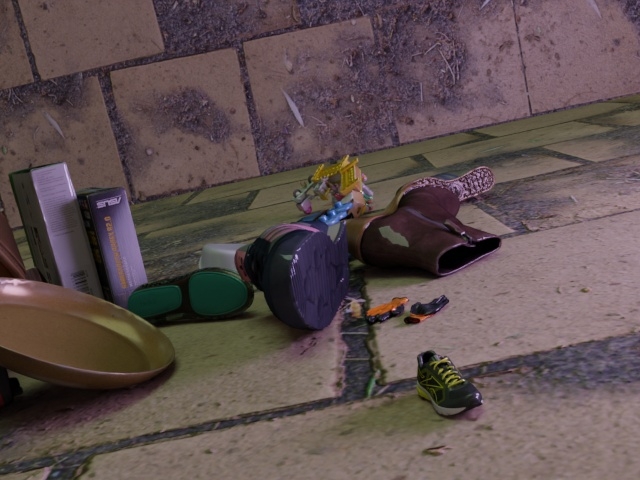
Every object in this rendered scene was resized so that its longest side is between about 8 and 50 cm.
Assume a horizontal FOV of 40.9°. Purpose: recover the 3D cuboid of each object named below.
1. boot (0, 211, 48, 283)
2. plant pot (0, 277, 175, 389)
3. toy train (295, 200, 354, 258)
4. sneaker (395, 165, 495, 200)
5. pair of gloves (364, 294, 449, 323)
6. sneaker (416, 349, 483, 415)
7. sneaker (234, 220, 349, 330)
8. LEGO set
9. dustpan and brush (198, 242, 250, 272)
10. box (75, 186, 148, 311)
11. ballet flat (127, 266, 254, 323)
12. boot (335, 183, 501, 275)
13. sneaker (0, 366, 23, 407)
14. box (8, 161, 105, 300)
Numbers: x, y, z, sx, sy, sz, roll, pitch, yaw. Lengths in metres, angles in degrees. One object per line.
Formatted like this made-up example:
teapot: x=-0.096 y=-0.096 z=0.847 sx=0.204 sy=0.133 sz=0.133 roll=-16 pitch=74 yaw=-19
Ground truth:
boot: x=-0.486 y=0.062 z=1.102 sx=0.220 sy=0.109 sz=0.283 roll=-23 pitch=-24 yaw=-10
plant pot: x=-0.268 y=0.097 z=0.884 sx=0.236 sy=0.032 sz=0.236 roll=20 pitch=8 yaw=-3
toy train: x=0.000 y=0.000 z=1.272 sx=0.105 sy=0.080 sz=0.184 roll=-19 pitch=9 yaw=19
sneaker: x=0.216 y=-0.088 z=1.560 sx=0.192 sy=0.064 sz=0.086 roll=-15 pitch=2 yaw=-16
pair of gloves: x=0.091 y=0.072 z=0.912 sx=0.083 sy=0.010 sz=0.074 roll=-4 pitch=12 yaw=37
sneaker: x=0.091 y=0.105 z=0.640 sx=0.031 sy=0.035 sz=0.083 roll=-17 pitch=10 yaw=-19
sneaker: x=-0.045 y=0.038 z=0.979 sx=0.131 sy=0.112 sz=0.319 roll=-1 pitch=3 yaw=9
LEGO set: x=0.060 y=-0.091 z=1.760 sx=0.132 sy=0.107 sz=0.287 roll=-51 pitch=25 yaw=-11
dustpan and brush: x=-0.123 y=0.043 z=1.264 sx=0.147 sy=0.060 sz=0.211 roll=1 pitch=5 yaw=7
box: x=-0.323 y=0.013 z=1.279 sx=0.056 sy=0.183 sz=0.231 roll=-16 pitch=10 yaw=-24
ballet flat: x=-0.158 y=0.071 z=1.104 sx=0.188 sy=0.070 sz=0.070 roll=-5 pitch=12 yaw=25
boot: x=0.163 y=-0.009 z=1.164 sx=0.248 sy=0.090 sz=0.206 roll=-18 pitch=23 yaw=-39
sneaker: x=-0.419 y=0.132 z=0.958 sx=0.135 sy=0.098 sz=0.276 roll=-14 pitch=11 yaw=-23
box: x=-0.411 y=-0.001 z=1.323 sx=0.058 sy=0.232 sz=0.322 roll=-17 pitch=11 yaw=-25
